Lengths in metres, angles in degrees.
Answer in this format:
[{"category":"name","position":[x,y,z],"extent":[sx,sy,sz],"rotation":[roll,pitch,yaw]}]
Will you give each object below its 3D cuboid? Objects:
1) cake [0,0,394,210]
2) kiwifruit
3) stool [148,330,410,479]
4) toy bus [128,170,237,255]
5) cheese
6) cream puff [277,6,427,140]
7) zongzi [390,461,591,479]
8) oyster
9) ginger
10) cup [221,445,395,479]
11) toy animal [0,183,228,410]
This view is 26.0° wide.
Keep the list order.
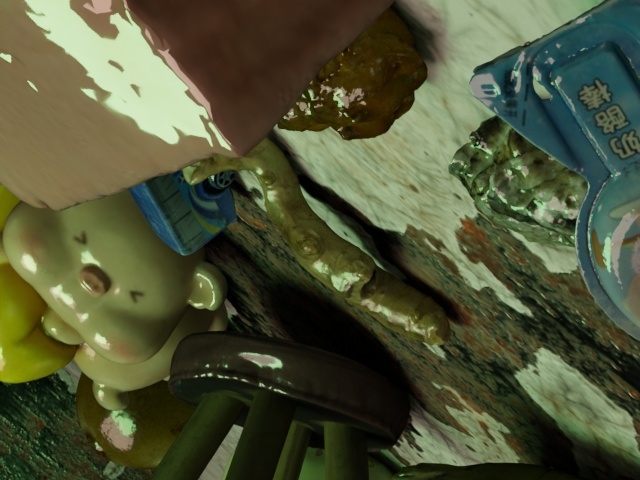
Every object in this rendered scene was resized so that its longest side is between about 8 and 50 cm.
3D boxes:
[{"category":"cake","position":[-0.096,-0.208,0.588],"extent":[0.307,0.314,0.293],"rotation":[50,158,-18]},{"category":"kiwifruit","position":[-0.213,0.193,1.816],"extent":[0.196,0.234,0.196],"rotation":[34,156,18]},{"category":"stool","position":[-0.048,0.221,1.504],"extent":[0.272,0.179,0.272],"rotation":[13,159,5]},{"category":"toy bus","position":[-0.149,-0.085,1.290],"extent":[0.079,0.094,0.236],"rotation":[29,158,34]},{"category":"cheese","position":[0.191,-0.019,0.755],"extent":[0.135,0.052,0.245],"rotation":[-27,112,26]},{"category":"cream puff","position":[0.006,-0.116,0.916],"extent":[0.122,0.094,0.116],"rotation":[26,154,50]},{"category":"zongzi","position":[0.269,0.313,1.306],"extent":[0.323,0.160,0.360],"rotation":[13,172,33]},{"category":"oyster","position":[0.153,-0.026,0.871],"extent":[0.125,0.064,0.177],"rotation":[42,161,-20]},{"category":"ginger","position":[0.000,0.000,1.218],"extent":[0.288,0.075,0.089],"rotation":[41,-175,-11]},{"category":"cup","position":[0.001,0.355,1.838],"extent":[0.202,0.173,0.255],"rotation":[35,159,26]},{"category":"toy animal","position":[-0.231,0.058,1.543],"extent":[0.246,0.277,0.345],"rotation":[-2,131,46]}]
